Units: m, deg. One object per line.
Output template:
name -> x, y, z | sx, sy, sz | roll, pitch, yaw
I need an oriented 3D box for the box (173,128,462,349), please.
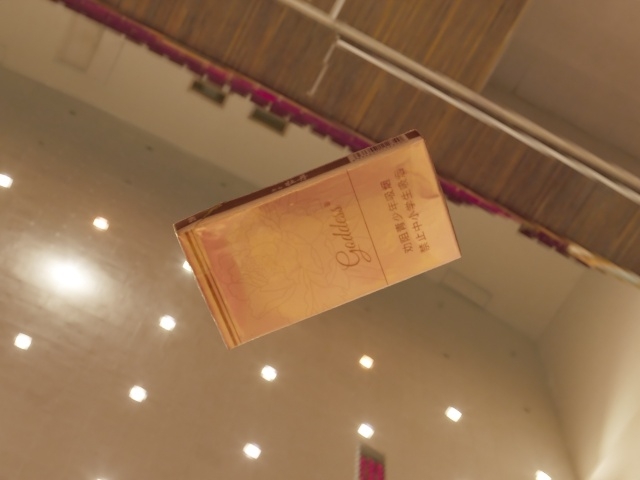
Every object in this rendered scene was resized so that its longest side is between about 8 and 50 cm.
box -> 0.000, 0.000, 0.804 | 0.029, 0.198, 0.109 | -113, 2, -65
